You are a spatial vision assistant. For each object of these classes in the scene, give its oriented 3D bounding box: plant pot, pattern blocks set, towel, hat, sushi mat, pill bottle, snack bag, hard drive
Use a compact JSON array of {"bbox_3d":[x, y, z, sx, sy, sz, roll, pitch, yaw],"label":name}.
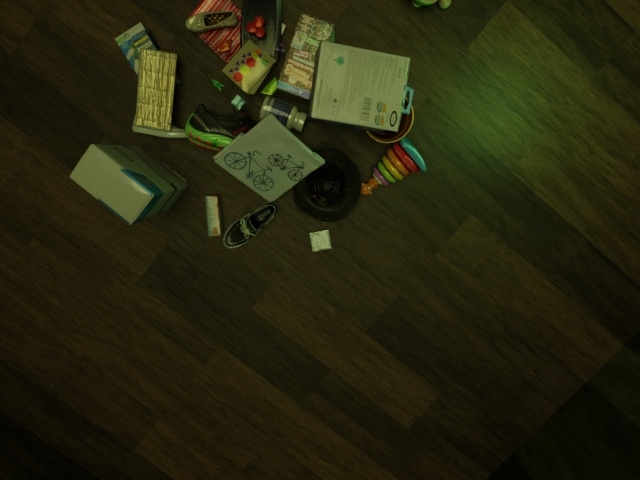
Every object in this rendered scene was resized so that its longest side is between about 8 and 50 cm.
[{"bbox_3d":[0.268,-0.508,1.763,0.205,0.188,0.205,0,101,1],"label":"plant pot"},{"bbox_3d":[-0.288,-0.709,1.721,0.325,0.026,0.285,-39,96,3],"label":"pattern blocks set"},{"bbox_3d":[-0.407,-0.899,1.780,0.275,0.031,0.199,44,97,-7],"label":"towel"},{"bbox_3d":[0.034,-0.256,1.843,0.331,0.134,0.331,4,114,10],"label":"hat"},{"bbox_3d":[-0.685,-0.629,1.757,0.151,0.019,0.317,7,98,-1],"label":"sushi mat"},{"bbox_3d":[-0.155,-0.534,1.803,0.186,0.112,0.112,21,100,-3],"label":"pill bottle"},{"bbox_3d":[-0.206,-0.326,1.705,0.342,0.037,0.323,-31,129,30],"label":"snack bag"},{"bbox_3d":[-0.248,-0.878,1.739,0.171,0.054,0.255,5,98,-1],"label":"hard drive"}]

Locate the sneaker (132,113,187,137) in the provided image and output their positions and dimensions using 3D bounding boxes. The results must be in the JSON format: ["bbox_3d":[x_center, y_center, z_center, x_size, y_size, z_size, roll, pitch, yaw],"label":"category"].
[{"bbox_3d":[-0.689,-0.498,1.826,0.258,0.094,0.091,9,105,0],"label":"sneaker"}]

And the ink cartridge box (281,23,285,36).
[{"bbox_3d":[-0.183,-0.876,1.781,0.048,0.028,0.083,30,100,-3],"label":"ink cartridge box"}]

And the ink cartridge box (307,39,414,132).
[{"bbox_3d":[0.166,-0.550,1.569,0.395,0.151,0.270,7,101,-8],"label":"ink cartridge box"}]

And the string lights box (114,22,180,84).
[{"bbox_3d":[-0.727,-0.758,1.787,0.133,0.077,0.260,-30,99,4],"label":"string lights box"}]

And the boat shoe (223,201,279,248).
[{"bbox_3d":[-0.317,-0.063,1.897,0.306,0.105,0.113,-31,99,6],"label":"boat shoe"}]

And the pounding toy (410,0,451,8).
[{"bbox_3d":[0.408,-1.024,1.723,0.236,0.110,0.183,-9,90,-27],"label":"pounding toy"}]

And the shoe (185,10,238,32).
[{"bbox_3d":[-0.451,-0.908,1.734,0.219,0.058,0.077,-8,97,1],"label":"shoe"}]

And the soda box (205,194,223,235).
[{"bbox_3d":[-0.480,-0.114,1.911,0.058,0.063,0.183,-2,100,2],"label":"soda box"}]

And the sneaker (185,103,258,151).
[{"bbox_3d":[-0.316,-0.454,1.782,0.482,0.185,0.202,15,86,-13],"label":"sneaker"}]

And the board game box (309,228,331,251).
[{"bbox_3d":[0.000,0.000,1.947,0.090,0.020,0.090,-9,100,3],"label":"board game box"}]

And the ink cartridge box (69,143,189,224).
[{"bbox_3d":[-0.753,-0.241,1.726,0.285,0.395,0.166,40,101,-6],"label":"ink cartridge box"}]

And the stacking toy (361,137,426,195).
[{"bbox_3d":[0.293,-0.298,1.835,0.302,0.166,0.175,-39,110,19],"label":"stacking toy"}]

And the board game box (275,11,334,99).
[{"bbox_3d":[-0.056,-0.716,1.707,0.141,0.232,0.291,20,100,-2],"label":"board game box"}]
